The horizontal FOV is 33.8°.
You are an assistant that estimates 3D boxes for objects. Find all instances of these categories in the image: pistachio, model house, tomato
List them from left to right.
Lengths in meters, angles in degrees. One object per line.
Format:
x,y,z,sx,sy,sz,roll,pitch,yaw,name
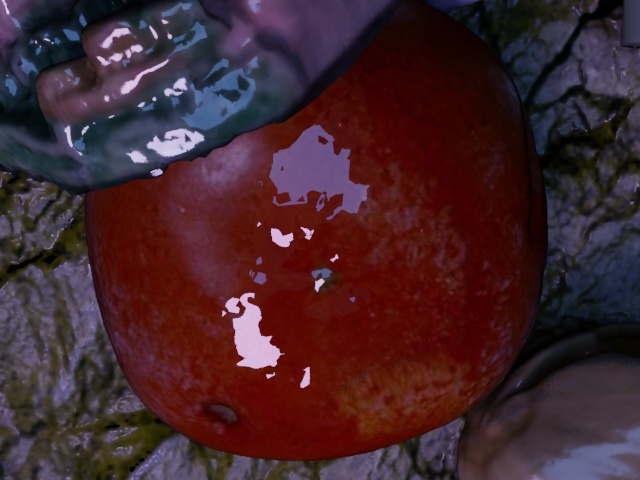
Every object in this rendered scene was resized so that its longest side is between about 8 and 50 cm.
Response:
-0.115,-0.177,0.487,0.202,0.237,0.237,-43,127,-30,model house
-0.006,0.004,0.650,0.338,0.144,0.338,0,108,1,tomato
0.209,0.132,0.728,0.237,0.138,0.153,-21,120,-8,pistachio

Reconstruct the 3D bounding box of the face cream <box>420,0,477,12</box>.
0.060,-0.285,0.662,0.096,0.154,0.274,-33,108,-42,face cream

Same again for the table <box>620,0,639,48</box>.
0.266,-0.236,0.683,0.126,0.126,0.220,0,100,-6,table
